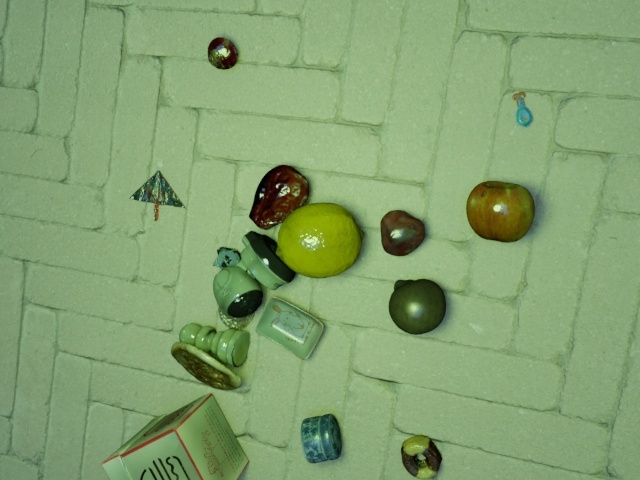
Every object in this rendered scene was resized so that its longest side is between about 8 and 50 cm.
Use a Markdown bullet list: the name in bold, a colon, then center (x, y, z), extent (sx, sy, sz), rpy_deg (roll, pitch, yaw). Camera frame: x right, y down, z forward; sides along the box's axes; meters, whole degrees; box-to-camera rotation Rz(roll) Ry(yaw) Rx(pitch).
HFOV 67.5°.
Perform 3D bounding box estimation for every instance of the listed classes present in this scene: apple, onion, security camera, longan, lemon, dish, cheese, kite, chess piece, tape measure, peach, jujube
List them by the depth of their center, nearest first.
- **apple**: center (0.536, -0.083, 1.431), extent (0.196, 0.196, 0.195), rpy_deg (1, 94, 12)
- **cheese**: center (0.621, -0.401, 1.474), extent (0.047, 0.017, 0.111), rpy_deg (-14, 91, 10)
- **lemon**: center (-0.001, -0.001, 1.517), extent (0.268, 0.267, 0.267), rpy_deg (1, 94, 12)
- **peach**: center (0.247, -0.024, 1.517), extent (0.152, 0.152, 0.151), rpy_deg (1, 94, 12)
- **longan**: center (0.301, 0.199, 1.522), extent (0.185, 0.159, 0.204), rpy_deg (-36, 47, -4)
- **jujube**: center (-0.143, -0.137, 1.587), extent (0.168, 0.168, 0.236), rpy_deg (43, 103, 6)
- **security camera**: center (-0.236, 0.130, 1.588), extent (0.277, 0.197, 0.191), rpy_deg (-41, 67, 8)
- **onion**: center (-0.331, -0.634, 1.625), extent (0.107, 0.097, 0.107), rpy_deg (11, 135, 11)
- **dish**: center (-0.099, 0.293, 1.648), extent (0.213, 0.077, 0.151), rpy_deg (29, 101, 9)
- **tape measure**: center (-0.325, 0.067, 1.692), extent (0.094, 0.054, 0.091), rpy_deg (21, 104, 12)
- **chess piece**: center (-0.387, 0.360, 1.695), extent (0.244, 0.133, 0.133), rpy_deg (9, 96, 17)
- **kite**: center (-0.593, -0.163, 1.754), extent (0.233, 0.009, 0.189), rpy_deg (7, 95, 11)

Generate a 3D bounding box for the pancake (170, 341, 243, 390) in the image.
- **pancake**: center (-0.399, 0.441, 1.671), extent (0.283, 0.049, 0.282), rpy_deg (20, 142, 17)

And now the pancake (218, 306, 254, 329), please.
- **pancake**: center (-0.302, 0.252, 1.716), extent (0.140, 0.022, 0.139), rpy_deg (1, 95, 12)

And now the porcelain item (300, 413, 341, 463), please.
- **porcelain item**: center (0.007, 0.667, 1.618), extent (0.114, 0.147, 0.147), rpy_deg (-15, 91, 10)

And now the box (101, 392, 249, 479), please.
- **box**: center (-0.479, 0.764, 1.645), extent (0.300, 0.312, 0.314), rpy_deg (-30, 89, 11)

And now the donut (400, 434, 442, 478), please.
- **donut**: center (0.335, 0.726, 1.599), extent (0.141, 0.059, 0.140), rpy_deg (1, 95, 15)
